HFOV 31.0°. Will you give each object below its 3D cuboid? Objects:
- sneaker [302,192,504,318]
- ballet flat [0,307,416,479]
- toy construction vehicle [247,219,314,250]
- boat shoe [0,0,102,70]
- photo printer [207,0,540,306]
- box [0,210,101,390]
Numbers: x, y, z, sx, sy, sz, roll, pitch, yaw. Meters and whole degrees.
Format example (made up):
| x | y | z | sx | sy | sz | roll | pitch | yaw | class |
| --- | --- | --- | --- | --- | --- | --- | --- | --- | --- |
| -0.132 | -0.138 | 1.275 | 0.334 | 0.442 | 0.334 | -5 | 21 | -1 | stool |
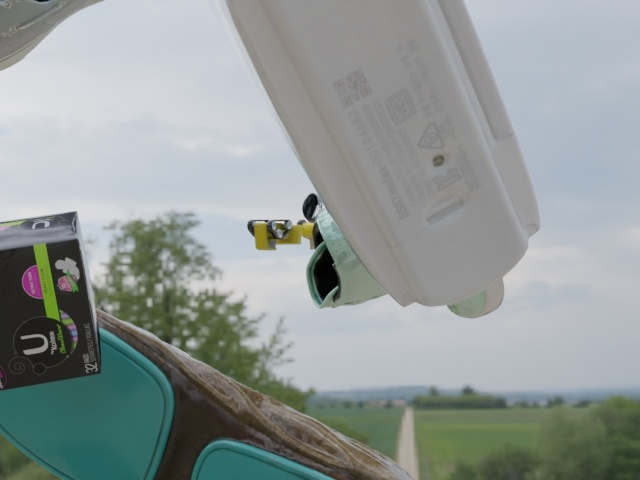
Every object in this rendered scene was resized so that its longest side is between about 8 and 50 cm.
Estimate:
| x | y | z | sx | sy | sz | roll | pitch | yaw | class |
| --- | --- | --- | --- | --- | --- | --- | --- | --- | --- |
| 0.063 | 0.015 | 0.926 | 0.151 | 0.094 | 0.256 | -23 | -25 | 0 | sneaker |
| -0.076 | 0.125 | 0.755 | 0.342 | 0.116 | 0.124 | 22 | 10 | 13 | ballet flat |
| 0.000 | 0.000 | 0.943 | 0.085 | 0.035 | 0.098 | 1 | 1 | 29 | toy construction vehicle |
| -0.233 | -0.206 | 0.918 | 0.227 | 0.079 | 0.081 | -27 | -12 | 7 | boat shoe |
| -0.006 | -0.139 | 0.662 | 0.107 | 0.307 | 0.256 | -29 | -52 | 1 | photo printer |
| -0.160 | 0.033 | 0.653 | 0.062 | 0.083 | 0.052 | -9 | 22 | -9 | box |
